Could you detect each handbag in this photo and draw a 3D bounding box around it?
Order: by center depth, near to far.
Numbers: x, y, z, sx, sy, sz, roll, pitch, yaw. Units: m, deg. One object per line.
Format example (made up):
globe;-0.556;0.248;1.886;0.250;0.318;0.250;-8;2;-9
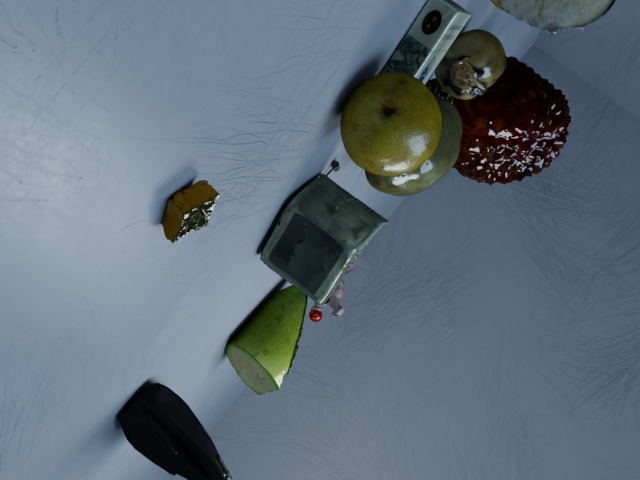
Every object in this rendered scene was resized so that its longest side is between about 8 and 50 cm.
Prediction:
handbag;-0.323;0.489;1.760;0.152;0.288;0.342;-45;170;-13

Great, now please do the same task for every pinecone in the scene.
pinecone;0.320;-0.414;2.094;0.102;0.102;0.109;-53;144;6

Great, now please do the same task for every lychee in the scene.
lychee;0.549;-0.390;2.391;0.425;0.500;0.424;-24;122;-44

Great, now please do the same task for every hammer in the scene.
hammer;0.004;-0.145;1.772;0.110;0.019;0.035;-46;171;-5

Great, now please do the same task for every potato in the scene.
potato;0.535;-0.651;1.781;0.397;0.290;0.296;-33;-160;-2
potato;0.229;-0.235;1.884;0.326;0.221;0.243;-45;180;-44

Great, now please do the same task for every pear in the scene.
pear;0.137;-0.233;1.484;0.209;0.209;0.209;-50;172;-10

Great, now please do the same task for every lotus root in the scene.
lotus root;0.413;-0.481;2.019;0.182;0.183;0.310;-56;172;30

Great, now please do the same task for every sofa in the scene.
sofa;0.000;0.000;1.719;0.176;0.210;0.225;-43;165;-53

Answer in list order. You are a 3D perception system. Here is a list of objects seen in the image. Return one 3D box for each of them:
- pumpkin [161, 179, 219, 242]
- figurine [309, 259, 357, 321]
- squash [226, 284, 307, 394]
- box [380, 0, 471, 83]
pumpkin;-0.184;-0.037;1.063;0.074;0.054;0.083;-40;171;-38
figurine;0.017;0.107;2.338;0.176;0.186;0.287;65;29;-72
squash;-0.121;0.287;2.287;0.309;0.210;0.233;-42;-178;-30
box;0.213;-0.399;1.615;0.256;0.069;0.164;-56;171;24
